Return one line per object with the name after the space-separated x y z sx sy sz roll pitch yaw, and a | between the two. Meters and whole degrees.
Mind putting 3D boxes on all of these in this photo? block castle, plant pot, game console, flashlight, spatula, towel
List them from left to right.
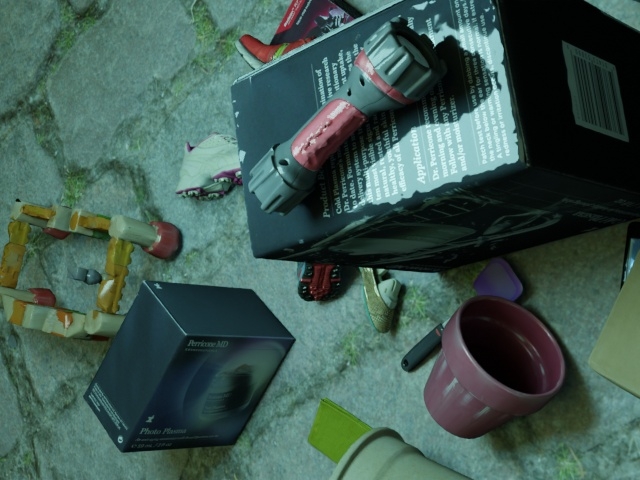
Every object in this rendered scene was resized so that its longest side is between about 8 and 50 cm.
-0.543 0.076 2.335 0.453 0.213 0.302 8 83 38 | block castle
0.024 -0.146 1.281 0.304 0.103 0.103 -43 64 29 | flashlight
0.068 0.391 1.873 0.237 0.021 0.102 28 103 40 | towel
0.194 0.495 1.583 0.306 0.334 0.333 10 92 30 | plant pot
0.236 0.140 1.746 0.296 0.030 0.084 -44 58 30 | spatula
0.263 0.219 1.619 0.201 0.201 0.180 59 137 29 | plant pot
0.493 0.032 1.503 0.107 0.071 0.122 7 89 42 | game console

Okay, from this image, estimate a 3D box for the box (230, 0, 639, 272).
0.206 -0.147 1.506 0.472 0.480 0.297 -16 75 40 | box

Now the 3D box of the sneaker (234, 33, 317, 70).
-0.049 -0.340 1.908 0.279 0.107 0.118 35 90 36 | sneaker

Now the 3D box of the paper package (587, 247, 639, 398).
0.557 0.109 1.288 0.325 0.168 0.309 29 95 61 | paper package

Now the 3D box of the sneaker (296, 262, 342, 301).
0.000 0.000 1.882 0.261 0.104 0.125 114 153 -48 | sneaker

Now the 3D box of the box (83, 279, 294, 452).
-0.260 0.252 1.997 0.183 0.296 0.294 43 113 37 | box

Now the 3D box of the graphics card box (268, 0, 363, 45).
0.041 -0.316 1.932 0.371 0.094 0.232 46 114 34 | graphics card box

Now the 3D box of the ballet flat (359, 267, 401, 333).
0.109 0.066 1.844 0.067 0.073 0.206 -23 72 29 | ballet flat

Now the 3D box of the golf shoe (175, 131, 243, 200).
-0.196 -0.174 2.118 0.306 0.115 0.140 -11 74 39 | golf shoe

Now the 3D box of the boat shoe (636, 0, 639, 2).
0.399 -0.419 1.568 0.335 0.112 0.095 11 104 20 | boat shoe
